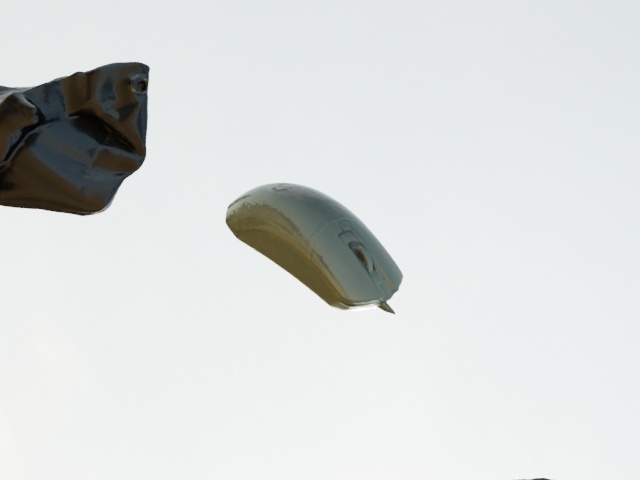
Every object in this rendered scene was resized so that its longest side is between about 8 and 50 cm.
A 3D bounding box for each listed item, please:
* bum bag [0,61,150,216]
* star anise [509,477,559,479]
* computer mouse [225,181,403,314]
[{"bbox_3d":[-0.235,-0.068,1.263,0.248,0.123,0.060,-6,-41,17],"label":"bum bag"},{"bbox_3d":[0.178,0.195,1.089,0.212,0.073,0.197,36,-4,34],"label":"star anise"},{"bbox_3d":[0.000,0.000,1.621,0.182,0.089,0.056,39,-47,23],"label":"computer mouse"}]
